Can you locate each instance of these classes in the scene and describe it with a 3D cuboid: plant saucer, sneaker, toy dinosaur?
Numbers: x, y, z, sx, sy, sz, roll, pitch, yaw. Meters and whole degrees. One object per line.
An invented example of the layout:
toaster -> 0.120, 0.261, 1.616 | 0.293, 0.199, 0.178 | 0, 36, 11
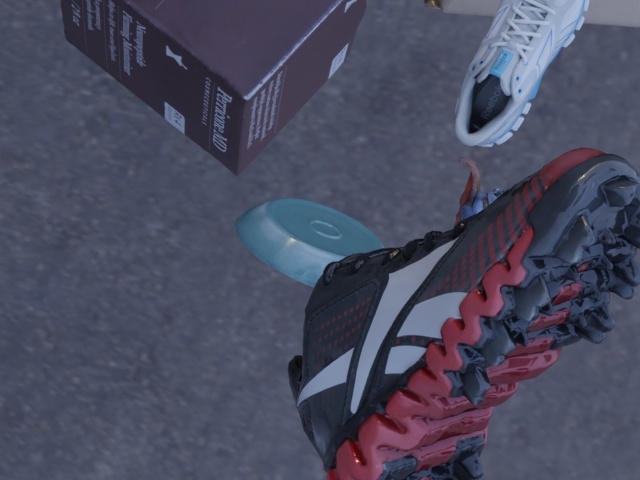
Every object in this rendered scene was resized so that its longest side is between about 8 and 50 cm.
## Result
plant saucer -> 0.000, 0.000, 1.193 | 0.119, 0.119, 0.021 | 4, 118, -41
sneaker -> 0.063, 0.035, 0.891 | 0.097, 0.135, 0.276 | -7, 144, -39
sneaker -> 0.161, -0.156, 1.398 | 0.191, 0.071, 0.083 | -68, 169, 18
toy dinosaur -> 0.123, -0.024, 1.377 | 0.047, 0.082, 0.090 | -36, 97, -37

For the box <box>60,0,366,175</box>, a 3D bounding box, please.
box -> -0.091, -0.201, 1.454 | 0.167, 0.203, 0.168 | -48, 171, -19

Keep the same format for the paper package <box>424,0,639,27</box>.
paper package -> 0.277, -0.345, 1.521 | 0.325, 0.168, 0.309 | 2, 143, -21
